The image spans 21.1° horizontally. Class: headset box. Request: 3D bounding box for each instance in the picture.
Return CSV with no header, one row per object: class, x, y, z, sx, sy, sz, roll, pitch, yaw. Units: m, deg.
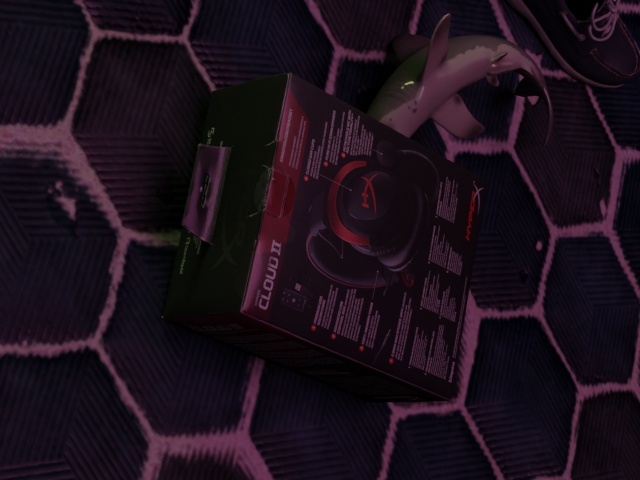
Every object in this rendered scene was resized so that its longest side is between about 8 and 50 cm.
headset box,0.000,0.000,1.513,0.293,0.110,0.218,25,68,-39

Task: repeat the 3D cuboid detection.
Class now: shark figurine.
shark figurine,0.132,-0.173,1.704,0.278,0.116,0.166,-15,126,-38

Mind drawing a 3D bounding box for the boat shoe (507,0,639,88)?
boat shoe,0.283,-0.258,1.881,0.254,0.079,0.095,43,54,-30
